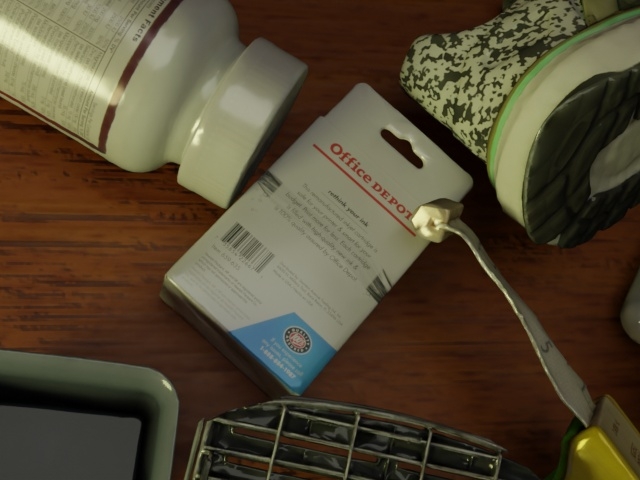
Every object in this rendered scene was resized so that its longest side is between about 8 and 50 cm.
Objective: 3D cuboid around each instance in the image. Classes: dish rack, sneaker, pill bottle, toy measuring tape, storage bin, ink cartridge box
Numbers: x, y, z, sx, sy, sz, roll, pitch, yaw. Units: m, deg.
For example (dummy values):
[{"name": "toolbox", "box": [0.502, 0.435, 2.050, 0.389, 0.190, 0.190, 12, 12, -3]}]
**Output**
[{"name": "dish rack", "box": [0.002, 0.217, 0.431, 0.208, 0.074, 0.272, 14, 86, -9]}, {"name": "sneaker", "box": [0.220, -0.160, 0.602, 0.410, 0.158, 0.182, -28, 52, -31]}, {"name": "pill bottle", "box": [-0.126, -0.117, 0.516, 0.221, 0.121, 0.121, 30, 69, -2]}, {"name": "toy measuring tape", "box": [0.126, 0.136, 0.497, 0.121, 0.121, 0.330, -32, 82, -20]}, {"name": "storage bin", "box": [-0.147, 0.115, 0.454, 0.135, 0.091, 0.098, 7, 71, -9]}, {"name": "ink cartridge box", "box": [0.000, 0.000, 0.539, 0.104, 0.060, 0.180, 42, 69, 2]}]

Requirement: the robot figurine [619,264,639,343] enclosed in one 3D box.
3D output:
[{"name": "robot figurine", "box": [0.344, 0.032, 0.524, 0.200, 0.300, 0.353, 53, 54, -39]}]
